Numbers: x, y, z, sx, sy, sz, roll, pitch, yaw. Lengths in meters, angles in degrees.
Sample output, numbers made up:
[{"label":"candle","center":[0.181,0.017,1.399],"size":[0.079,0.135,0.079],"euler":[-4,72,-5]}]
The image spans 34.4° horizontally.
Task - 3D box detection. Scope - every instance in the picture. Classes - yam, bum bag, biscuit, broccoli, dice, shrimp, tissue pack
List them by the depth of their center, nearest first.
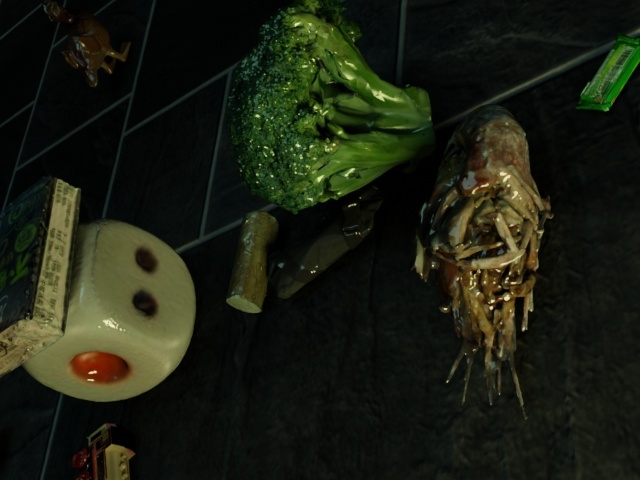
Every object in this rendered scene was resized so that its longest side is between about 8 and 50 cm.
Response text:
[{"label":"shrimp","center":[0.165,0.008,1.009],"size":[0.145,0.117,0.343],"euler":[-40,37,47]},{"label":"biscuit","center":[0.300,-0.170,1.061],"size":[0.089,0.016,0.046],"euler":[-57,34,1]},{"label":"broccoli","center":[0.011,-0.154,1.203],"size":[0.294,0.246,0.265],"euler":[-86,1,-57]},{"label":"bum bag","center":[0.000,0.000,1.266],"size":[0.198,0.049,0.087],"euler":[-37,36,28]},{"label":"tissue pack","center":[-0.391,0.047,1.347],"size":[0.173,0.073,0.235],"euler":[-33,44,32]},{"label":"yam","center":[-0.088,0.029,1.349],"size":[0.054,0.054,0.132],"euler":[-17,53,43]},{"label":"dice","center":[-0.297,0.098,1.426],"size":[0.193,0.194,0.191],"euler":[-33,42,34]}]

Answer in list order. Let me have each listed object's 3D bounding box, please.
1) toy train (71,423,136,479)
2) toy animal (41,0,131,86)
[{"label":"toy train","center":[-0.285,0.315,1.375],"size":[0.087,0.050,0.138],"euler":[-39,40,20]},{"label":"toy animal","center":[-0.459,-0.377,1.978],"size":[0.089,0.179,0.188],"euler":[-37,40,29]}]
